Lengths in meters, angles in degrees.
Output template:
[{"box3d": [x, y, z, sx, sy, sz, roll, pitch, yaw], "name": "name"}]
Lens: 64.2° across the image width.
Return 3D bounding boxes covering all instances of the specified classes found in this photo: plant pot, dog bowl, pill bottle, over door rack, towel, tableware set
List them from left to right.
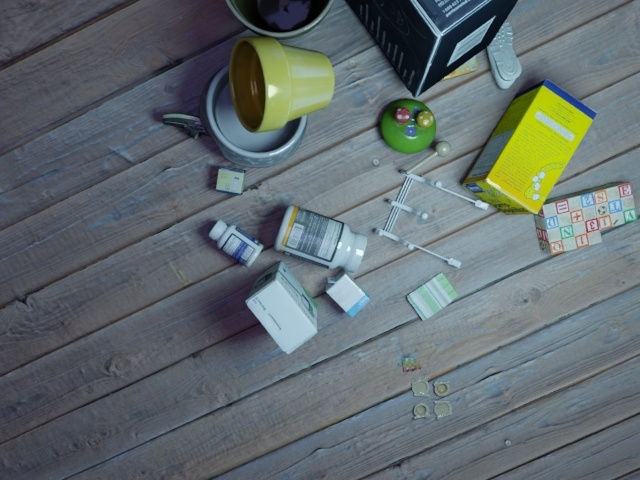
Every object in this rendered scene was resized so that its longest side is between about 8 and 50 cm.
[{"box3d": [-0.282, 0.007, 1.692, 0.169, 0.094, 0.094, 36, 97, -6], "name": "pill bottle"}, {"box3d": [-0.200, -0.403, 1.588, 0.349, 0.102, 0.348, 0, 92, -12], "name": "dog bowl"}, {"box3d": [-0.112, -0.727, 1.482, 0.324, 0.280, 0.322, 0, 99, -1], "name": "plant pot"}, {"box3d": [-0.102, -0.446, 1.446, 0.239, 0.254, 0.253, -15, 101, -29], "name": "plant pot"}, {"box3d": [0.000, 0.000, 1.664, 0.279, 0.162, 0.162, 19, 98, -5], "name": "pill bottle"}, {"box3d": [0.401, 0.570, 1.834, 0.141, 0.020, 0.168, -5, 100, 0], "name": "tableware set"}, {"box3d": [0.389, 0.194, 1.775, 0.152, 0.023, 0.113, -36, 100, 2], "name": "towel"}, {"box3d": [0.375, -0.070, 1.686, 0.324, 0.108, 0.239, 22, 99, -5], "name": "over door rack"}]

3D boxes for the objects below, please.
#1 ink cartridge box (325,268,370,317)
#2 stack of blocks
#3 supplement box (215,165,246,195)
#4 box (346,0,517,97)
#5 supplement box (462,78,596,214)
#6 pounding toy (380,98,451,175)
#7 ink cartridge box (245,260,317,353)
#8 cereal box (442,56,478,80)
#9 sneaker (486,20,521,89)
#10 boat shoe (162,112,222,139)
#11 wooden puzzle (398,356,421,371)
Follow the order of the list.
[{"box3d": [0.085, 0.170, 1.726, 0.090, 0.092, 0.143, -43, 98, 5], "name": "ink cartridge box"}, {"box3d": [0.881, -0.076, 1.704, 0.297, 0.087, 0.171, -15, 99, 1], "name": "stack of blocks"}, {"box3d": [-0.294, -0.197, 1.678, 0.083, 0.056, 0.083, 10, 99, -3], "name": "supplement box"}, {"box3d": [0.257, -0.711, 1.352, 0.297, 0.480, 0.471, -36, 87, 3], "name": "box"}, {"box3d": [0.640, -0.277, 1.588, 0.195, 0.194, 0.356, 32, 89, -6], "name": "supplement box"}, {"box3d": [0.300, -0.352, 1.605, 0.183, 0.110, 0.236, -27, 84, -7], "name": "pounding toy"}, {"box3d": [-0.115, 0.204, 1.628, 0.122, 0.289, 0.211, -37, 98, 5], "name": "ink cartridge box"}, {"box3d": [0.388, -0.635, 1.623, 0.173, 0.047, 0.240, -16, 99, 3], "name": "cereal box"}, {"box3d": [0.563, -0.596, 1.620, 0.090, 0.095, 0.234, -8, 80, 5], "name": "sneaker"}, {"box3d": [-0.397, -0.360, 1.638, 0.224, 0.080, 0.073, 6, 94, -7], "name": "boat shoe"}, {"box3d": [0.319, 0.442, 1.818, 0.083, 0.006, 0.049, -8, 99, 0], "name": "wooden puzzle"}]
